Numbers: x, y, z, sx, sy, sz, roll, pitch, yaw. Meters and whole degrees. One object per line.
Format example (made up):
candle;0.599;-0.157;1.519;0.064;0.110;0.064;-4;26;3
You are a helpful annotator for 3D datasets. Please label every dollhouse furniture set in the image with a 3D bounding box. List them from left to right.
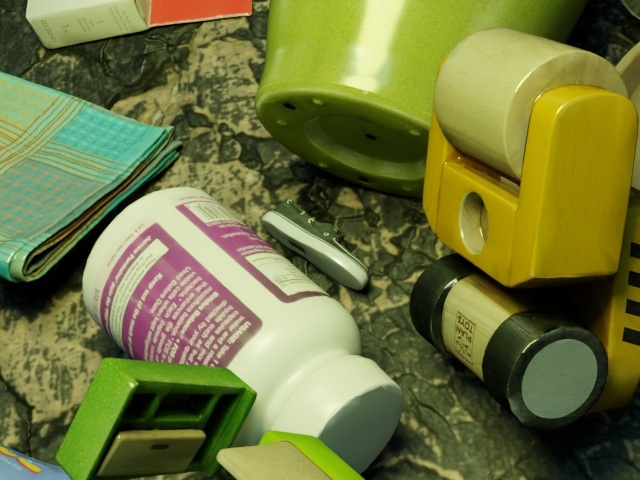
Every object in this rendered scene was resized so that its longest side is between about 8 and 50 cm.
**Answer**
dollhouse furniture set;-0.122;0.271;1.061;0.197;0.151;0.302;37;107;33

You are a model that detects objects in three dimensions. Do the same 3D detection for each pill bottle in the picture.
pill bottle;-0.070;0.093;1.240;0.169;0.169;0.301;-41;57;-14

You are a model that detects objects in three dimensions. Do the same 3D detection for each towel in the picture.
towel;-0.377;-0.094;1.479;0.370;0.040;0.271;21;47;26

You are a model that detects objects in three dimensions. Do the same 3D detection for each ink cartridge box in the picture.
ink cartridge box;-0.215;-0.383;1.658;0.261;0.066;0.296;-8;56;10

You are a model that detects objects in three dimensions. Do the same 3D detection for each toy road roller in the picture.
toy road roller;0.226;-0.012;1.158;0.240;0.330;0.202;-5;19;-21

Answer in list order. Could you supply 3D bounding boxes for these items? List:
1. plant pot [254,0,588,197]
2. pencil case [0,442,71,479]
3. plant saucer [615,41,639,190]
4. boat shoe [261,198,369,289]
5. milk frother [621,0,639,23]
plant pot;0.101;-0.243;1.342;0.366;0.366;0.353;12;73;21
pencil case;-0.327;0.230;1.242;0.306;0.119;0.133;21;87;24
plant saucer;0.404;-0.097;1.301;0.277;0.041;0.278;-4;67;9
boat shoe;0.000;0.000;1.358;0.142;0.049;0.040;33;70;32
milk frother;0.401;-0.268;1.386;0.143;0.129;0.135;27;65;34
